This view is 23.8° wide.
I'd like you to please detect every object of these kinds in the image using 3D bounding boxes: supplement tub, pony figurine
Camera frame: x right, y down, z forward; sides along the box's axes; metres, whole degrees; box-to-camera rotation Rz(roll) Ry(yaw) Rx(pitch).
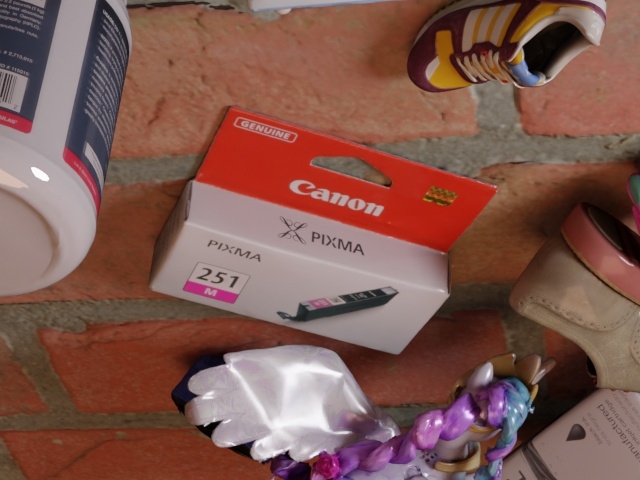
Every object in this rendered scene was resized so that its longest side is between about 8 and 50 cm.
[{"bbox_3d":[-0.246,-0.112,1.143,0.191,0.272,0.191,3,144,2],"label":"supplement tub"},{"bbox_3d":[0.053,0.247,1.567,0.351,0.303,0.363,-17,154,-25],"label":"pony figurine"}]

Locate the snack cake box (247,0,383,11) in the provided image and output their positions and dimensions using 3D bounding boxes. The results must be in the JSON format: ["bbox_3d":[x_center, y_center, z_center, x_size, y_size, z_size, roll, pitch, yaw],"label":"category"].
[{"bbox_3d":[0.075,-0.239,0.997,0.264,0.152,0.089,-5,141,-4],"label":"snack cake box"}]

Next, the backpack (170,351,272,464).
[{"bbox_3d":[-0.094,0.177,1.675,0.120,0.101,0.098,20,154,39],"label":"backpack"}]

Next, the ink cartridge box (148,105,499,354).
[{"bbox_3d":[0.000,0.000,1.453,0.275,0.060,0.239,16,144,-15],"label":"ink cartridge box"}]

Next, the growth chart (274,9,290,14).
[{"bbox_3d":[-0.070,-0.241,1.138,0.237,0.021,0.172,23,147,-34],"label":"growth chart"}]

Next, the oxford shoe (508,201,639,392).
[{"bbox_3d":[0.324,0.100,1.475,0.348,0.123,0.130,37,110,-23],"label":"oxford shoe"}]

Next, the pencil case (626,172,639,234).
[{"bbox_3d":[0.382,-0.051,1.307,0.236,0.104,0.104,-24,135,33],"label":"pencil case"}]

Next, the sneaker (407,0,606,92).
[{"bbox_3d":[0.142,-0.152,1.205,0.185,0.084,0.069,-28,133,36],"label":"sneaker"}]

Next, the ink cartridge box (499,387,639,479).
[{"bbox_3d":[0.334,0.271,1.633,0.223,0.129,0.307,52,139,10],"label":"ink cartridge box"}]
